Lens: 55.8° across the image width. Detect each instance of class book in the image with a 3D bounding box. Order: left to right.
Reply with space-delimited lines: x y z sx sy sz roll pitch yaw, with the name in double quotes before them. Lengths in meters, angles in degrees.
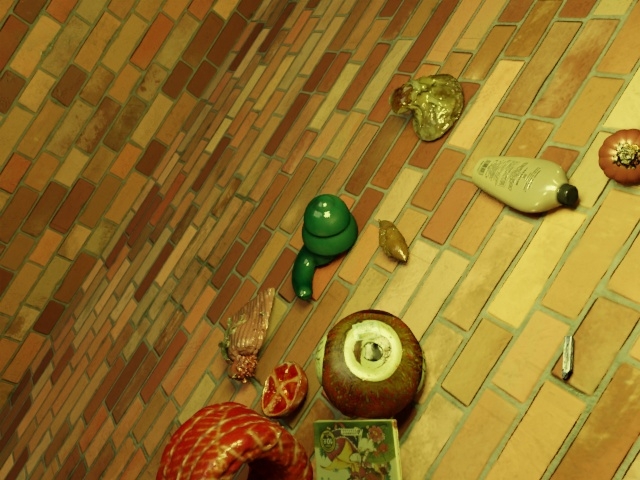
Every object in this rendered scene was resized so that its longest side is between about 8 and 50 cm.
"book" 0.079 0.532 1.230 0.228 0.018 0.323 -17 72 42

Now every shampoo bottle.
"shampoo bottle" 0.452 -0.127 1.333 0.127 0.078 0.257 -53 34 -4

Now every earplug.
"earplug" -0.008 -0.001 1.705 0.257 0.280 0.164 -32 51 -27

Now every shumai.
"shumai" 0.292 -0.389 1.667 0.161 0.152 0.210 -6 62 55

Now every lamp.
"lamp" 0.600 -0.165 1.179 0.107 0.092 0.108 3 96 29

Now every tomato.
"tomato" -0.081 0.393 1.571 0.155 0.069 0.156 -33 39 33

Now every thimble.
"thimble" -0.188 0.553 1.362 0.230 0.350 0.350 9 71 50

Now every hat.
"hat" -0.227 0.287 1.790 0.236 0.107 0.286 -39 34 39

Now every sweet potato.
"sweet potato" 0.182 -0.007 1.578 0.068 0.060 0.206 -16 32 1

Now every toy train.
"toy train" 0.459 0.219 1.119 0.017 0.017 0.083 -7 59 39

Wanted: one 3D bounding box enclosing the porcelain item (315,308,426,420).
"porcelain item" 0.109 0.286 1.348 0.253 0.253 0.253 -29 44 33
